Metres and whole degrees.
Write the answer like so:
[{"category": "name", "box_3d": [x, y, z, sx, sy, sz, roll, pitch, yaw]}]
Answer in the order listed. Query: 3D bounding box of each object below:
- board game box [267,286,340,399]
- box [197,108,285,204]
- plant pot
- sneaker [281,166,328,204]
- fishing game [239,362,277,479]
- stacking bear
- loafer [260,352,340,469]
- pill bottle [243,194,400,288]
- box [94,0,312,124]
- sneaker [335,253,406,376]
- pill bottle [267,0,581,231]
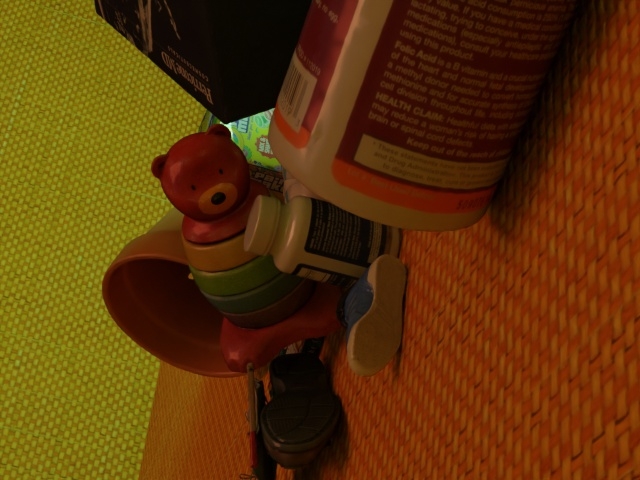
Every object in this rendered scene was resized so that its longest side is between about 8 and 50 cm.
[{"category": "board game box", "box_3d": [-0.019, 0.120, 1.737, 0.136, 0.030, 0.259, -113, 40, -74]}, {"category": "box", "box_3d": [-0.119, -0.152, 2.163, 0.279, 0.177, 0.289, 120, 161, -51]}, {"category": "plant pot", "box_3d": [-0.182, 0.054, 2.012, 0.291, 0.291, 0.203, -60, 5, 51]}, {"category": "sneaker", "box_3d": [-0.024, -0.078, 1.864, 0.228, 0.087, 0.092, -101, 26, -68]}, {"category": "fishing game", "box_3d": [-0.081, 0.269, 1.565, 0.264, 0.041, 0.189, 82, -176, -58]}, {"category": "stacking bear", "box_3d": [-0.104, -0.007, 1.549, 0.289, 0.175, 0.164, 64, -179, -32]}, {"category": "loafer", "box_3d": [-0.023, 0.225, 1.533, 0.267, 0.096, 0.084, -91, -1, -72]}, {"category": "pill bottle", "box_3d": [0.000, 0.000, 1.452, 0.094, 0.169, 0.094, -165, 90, -77]}, {"category": "box", "box_3d": [-0.127, -0.478, 1.595, 0.480, 0.297, 0.471, 42, 148, 50]}, {"category": "sneaker", "box_3d": [0.050, 0.095, 1.372, 0.084, 0.058, 0.152, -48, 24, 53]}, {"category": "pill bottle", "box_3d": [0.114, -0.225, 1.086, 0.224, 0.224, 0.392, -98, 26, -61]}]
